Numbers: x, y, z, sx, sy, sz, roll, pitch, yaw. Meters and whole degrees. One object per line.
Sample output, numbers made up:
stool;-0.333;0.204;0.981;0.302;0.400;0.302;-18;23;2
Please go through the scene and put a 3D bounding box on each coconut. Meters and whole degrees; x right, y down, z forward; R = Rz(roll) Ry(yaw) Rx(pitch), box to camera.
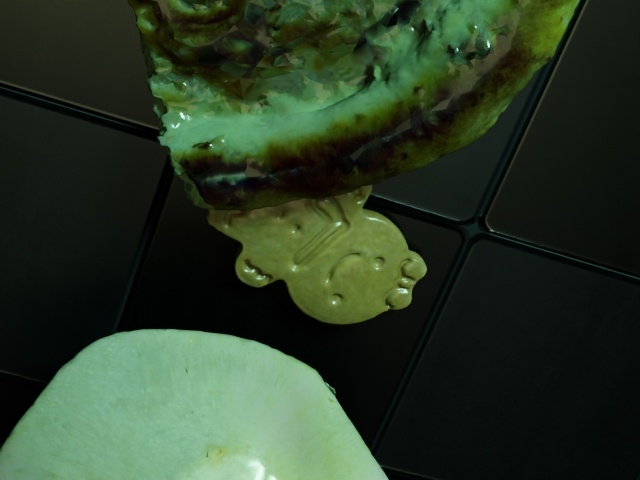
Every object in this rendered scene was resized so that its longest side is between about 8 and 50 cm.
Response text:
coconut;-0.103;0.240;0.935;0.353;0.352;0.352;-2;117;-4

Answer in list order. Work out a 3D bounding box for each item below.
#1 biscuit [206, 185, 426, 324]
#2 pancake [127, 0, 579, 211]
biscuit;-0.006;0.001;0.972;0.133;0.027;0.184;-30;116;9
pancake;0.029;-0.190;0.819;0.427;0.067;0.304;-25;111;20
